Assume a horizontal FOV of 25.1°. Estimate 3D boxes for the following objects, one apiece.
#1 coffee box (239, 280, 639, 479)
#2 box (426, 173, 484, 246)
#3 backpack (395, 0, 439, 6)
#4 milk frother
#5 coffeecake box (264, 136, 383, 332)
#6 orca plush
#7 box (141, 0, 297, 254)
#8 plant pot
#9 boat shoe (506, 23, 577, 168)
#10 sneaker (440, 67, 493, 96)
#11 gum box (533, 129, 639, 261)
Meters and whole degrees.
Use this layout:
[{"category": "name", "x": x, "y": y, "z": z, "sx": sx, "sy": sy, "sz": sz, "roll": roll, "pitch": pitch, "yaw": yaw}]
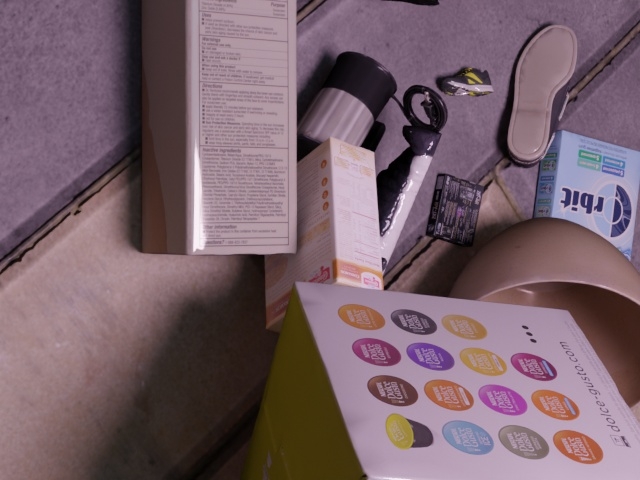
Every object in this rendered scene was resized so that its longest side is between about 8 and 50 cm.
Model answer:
[{"category": "coffee box", "x": 0.115, "y": 0.283, "z": 1.499, "sx": 0.334, "sy": 0.337, "sz": 0.338, "roll": 7, "pitch": 118, "yaw": -17}, {"category": "box", "x": 0.175, "y": -0.039, "z": 1.867, "sx": 0.067, "sy": 0.018, "sz": 0.083, "roll": 15, "pitch": 82, "yaw": -33}, {"category": "backpack", "x": 0.171, "y": -0.382, "z": 1.744, "sx": 0.253, "sy": 0.225, "sz": 0.191, "roll": -24, "pitch": 100, "yaw": -21}, {"category": "milk frother", "x": 0.058, "y": -0.136, "z": 1.715, "sx": 0.129, "sy": 0.143, "sz": 0.134, "roll": 45, "pitch": 65, "yaw": -33}, {"category": "coffeecake box", "x": 0.000, "y": 0.000, "z": 1.640, "sx": 0.068, "sy": 0.142, "sz": 0.185, "roll": 17, "pitch": 56, "yaw": -32}, {"category": "orca plush", "x": 0.042, "y": -0.014, "z": 1.715, "sx": 0.102, "sy": 0.151, "sz": 0.287, "roll": 23, "pitch": 115, "yaw": 2}, {"category": "box", "x": -0.114, "y": -0.138, "z": 1.614, "sx": 0.148, "sy": 0.121, "sz": 0.311, "roll": 1, "pitch": 90, "yaw": -33}, {"category": "plant pot", "x": 0.287, "y": 0.082, "z": 1.823, "sx": 0.284, "sy": 0.284, "sz": 0.191, "roll": 38, "pitch": 36, "yaw": -28}, {"category": "boat shoe", "x": 0.296, "y": -0.192, "z": 1.935, "sx": 0.065, "sy": 0.075, "sz": 0.206, "roll": 66, "pitch": 40, "yaw": -67}, {"category": "sneaker", "x": 0.188, "y": -0.208, "z": 1.873, "sx": 0.083, "sy": 0.031, "sz": 0.035, "roll": 2, "pitch": 76, "yaw": -38}, {"category": "gum box", "x": 0.366, "y": -0.046, "z": 1.980, "sx": 0.157, "sy": 0.041, "sz": 0.184, "roll": 11, "pitch": 84, "yaw": -33}]
